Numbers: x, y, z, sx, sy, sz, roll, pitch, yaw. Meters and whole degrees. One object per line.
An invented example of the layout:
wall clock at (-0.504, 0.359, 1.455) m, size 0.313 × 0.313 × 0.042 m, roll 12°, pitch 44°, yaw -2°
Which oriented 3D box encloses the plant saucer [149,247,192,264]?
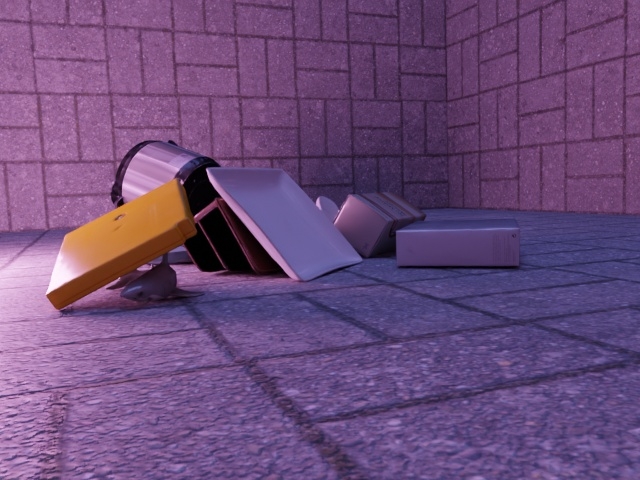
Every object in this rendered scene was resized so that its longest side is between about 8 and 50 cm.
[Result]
plant saucer at (-0.421, 0.027, 1.761) m, size 0.318 × 0.043 × 0.317 m, roll -3°, pitch 8°, yaw 0°

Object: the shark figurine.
shark figurine at (-0.332, 0.052, 1.177) m, size 0.166 × 0.116 × 0.278 m, roll -3°, pitch 7°, yaw -26°

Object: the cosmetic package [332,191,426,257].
cosmetic package at (0.178, -0.055, 1.759) m, size 0.153 × 0.129 × 0.296 m, roll 37°, pitch 23°, yaw 21°

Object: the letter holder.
letter holder at (-0.176, 0.011, 1.500) m, size 0.152 × 0.214 × 0.302 m, roll -35°, pitch -8°, yaw 25°

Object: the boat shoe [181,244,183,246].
boat shoe at (-0.436, -0.005, 1.635) m, size 0.319 × 0.099 × 0.116 m, roll 10°, pitch -32°, yaw 30°

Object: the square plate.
square plate at (-0.082, -0.044, 1.439) m, size 0.049 × 0.347 × 0.344 m, roll -47°, pitch -15°, yaw 22°

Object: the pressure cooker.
pressure cooker at (-0.650, -0.232, 2.497) m, size 0.420 × 0.375 × 0.370 m, roll 21°, pitch 6°, yaw 23°

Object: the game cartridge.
game cartridge at (-0.394, -0.006, 1.190) m, size 0.285 × 0.052 × 0.323 m, roll -28°, pitch 26°, yaw -5°

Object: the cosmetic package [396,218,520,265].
cosmetic package at (0.367, 0.000, 1.543) m, size 0.285 × 0.097 × 0.377 m, roll 1°, pitch 6°, yaw 17°

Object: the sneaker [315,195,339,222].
sneaker at (-0.007, -0.002, 1.781) m, size 0.105 × 0.147 × 0.295 m, roll 25°, pitch 29°, yaw -16°
